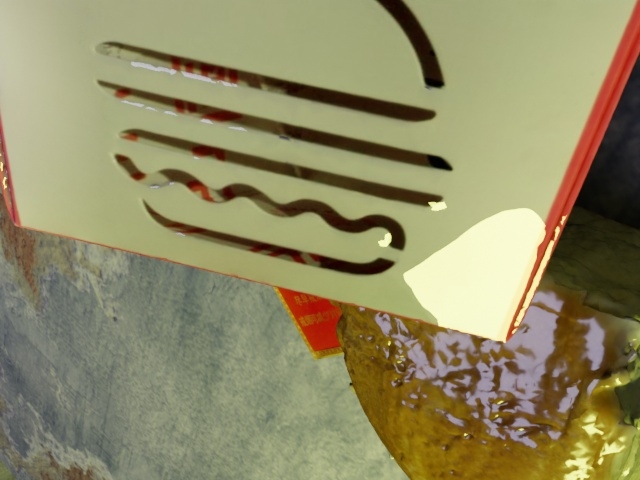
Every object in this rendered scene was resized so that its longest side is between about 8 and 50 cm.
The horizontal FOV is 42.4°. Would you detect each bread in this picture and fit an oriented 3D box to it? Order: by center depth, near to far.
[{"bbox_3d":[0.143,0.094,0.643,0.250,0.225,0.279,25,123,30],"label":"bread"}]

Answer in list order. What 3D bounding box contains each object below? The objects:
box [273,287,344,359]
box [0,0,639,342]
[{"bbox_3d":[0.001,0.000,0.854,0.153,0.074,0.240,-19,102,53],"label":"box"},{"bbox_3d":[0.011,-0.174,0.465,0.314,0.312,0.300,13,134,4],"label":"box"}]
